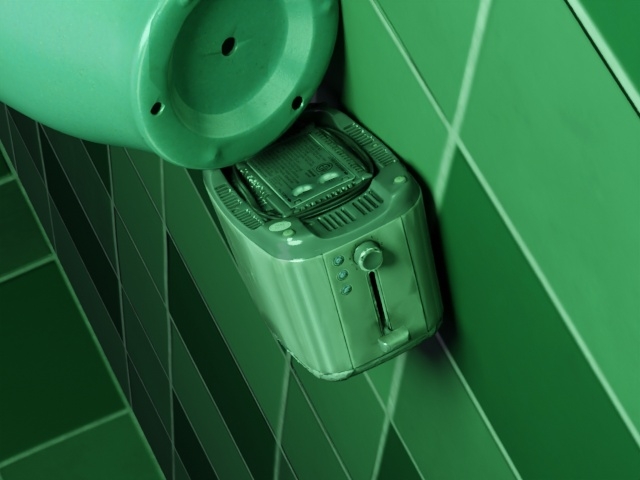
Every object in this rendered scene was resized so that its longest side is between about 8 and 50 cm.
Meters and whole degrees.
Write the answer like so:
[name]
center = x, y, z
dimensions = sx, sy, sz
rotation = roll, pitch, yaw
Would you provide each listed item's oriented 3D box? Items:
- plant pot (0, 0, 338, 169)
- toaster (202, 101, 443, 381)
[plant pot]
center = -0.133, -0.185, 1.402
dimensions = 0.255, 0.271, 0.272
rotation = 35, 148, 39
[toaster]
center = 0.000, 0.000, 1.426
dimensions = 0.227, 0.129, 0.146
rotation = 44, 155, 54
